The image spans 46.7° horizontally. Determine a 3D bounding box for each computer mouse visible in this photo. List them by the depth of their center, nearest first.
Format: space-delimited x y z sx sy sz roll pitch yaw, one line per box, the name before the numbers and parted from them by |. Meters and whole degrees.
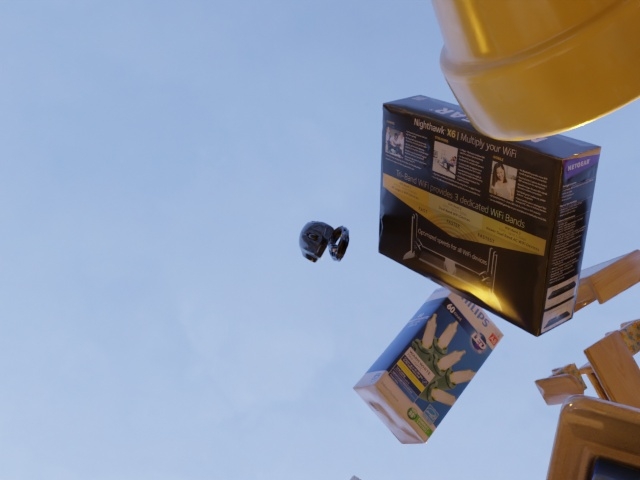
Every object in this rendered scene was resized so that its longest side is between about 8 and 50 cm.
computer mouse | 0.000 0.000 1.202 0.041 0.242 0.071 26 -94 -12

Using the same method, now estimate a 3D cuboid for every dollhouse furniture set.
dollhouse furniture set | 0.441 0.159 1.103 0.212 0.161 0.242 -24 -97 -25

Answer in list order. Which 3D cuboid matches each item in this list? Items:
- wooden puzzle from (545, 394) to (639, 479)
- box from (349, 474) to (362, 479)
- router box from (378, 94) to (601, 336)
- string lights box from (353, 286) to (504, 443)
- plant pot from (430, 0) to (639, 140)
wooden puzzle | 0.346 0.341 0.657 0.322 0.080 0.347 12 -79 22
box | 0.114 0.614 1.485 0.232 0.127 0.148 34 -72 -3
router box | 0.210 -0.046 1.010 0.081 0.309 0.242 -19 -58 -33
string lights box | 0.189 0.207 1.272 0.133 0.077 0.259 49 -120 -7
plant pot | 0.202 -0.263 0.695 0.254 0.254 0.239 -32 -66 9
